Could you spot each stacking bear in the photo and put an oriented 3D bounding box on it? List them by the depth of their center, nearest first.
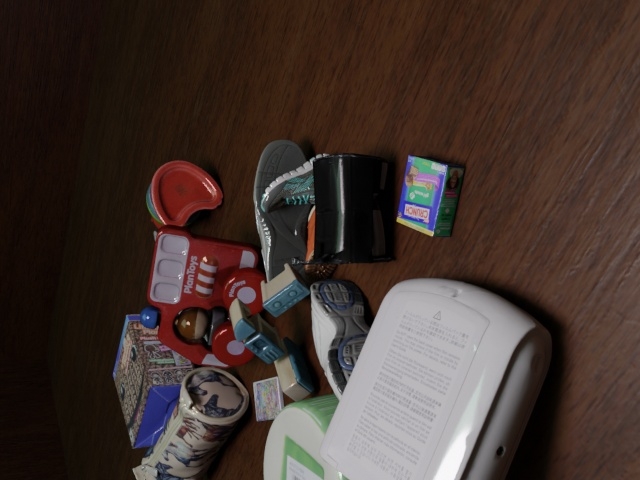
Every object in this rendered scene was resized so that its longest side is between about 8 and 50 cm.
[{"bbox_3d":[-0.395,-0.097,1.809,0.164,0.175,0.289,58,157,1],"label":"stacking bear"}]

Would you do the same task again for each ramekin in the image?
[{"bbox_3d":[0.027,0.400,1.108,0.303,0.148,0.304,-3,86,58],"label":"ramekin"}]

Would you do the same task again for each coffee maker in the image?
[{"bbox_3d":[0.039,-0.051,1.086,0.120,0.171,0.178,-2,89,31],"label":"coffee maker"}]

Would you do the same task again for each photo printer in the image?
[{"bbox_3d":[0.151,0.204,0.884,0.256,0.107,0.308,17,82,52],"label":"photo printer"}]

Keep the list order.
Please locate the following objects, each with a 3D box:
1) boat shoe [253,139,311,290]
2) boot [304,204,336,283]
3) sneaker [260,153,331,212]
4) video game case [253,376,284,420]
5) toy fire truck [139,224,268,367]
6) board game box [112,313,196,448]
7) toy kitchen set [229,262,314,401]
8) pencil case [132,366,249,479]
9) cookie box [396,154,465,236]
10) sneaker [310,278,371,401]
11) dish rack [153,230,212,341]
[{"bbox_3d":[-0.075,-0.037,1.329,0.103,0.118,0.321,180,84,-76],"label":"boat shoe"},{"bbox_3d":[0.000,0.000,1.261,0.084,0.059,0.158,37,111,56],"label":"boot"},{"bbox_3d":[-0.032,-0.093,1.238,0.076,0.166,0.065,55,176,24],"label":"sneaker"},{"bbox_3d":[-0.114,0.351,1.469,0.122,0.011,0.087,-29,65,55],"label":"video game case"},{"bbox_3d":[-0.247,0.125,1.424,0.169,0.253,0.302,-104,27,-67],"label":"toy fire truck"},{"bbox_3d":[-0.464,0.384,1.857,0.291,0.141,0.232,52,130,47],"label":"board game box"},{"bbox_3d":[-0.050,0.175,1.254,0.166,0.207,0.122,-36,40,10],"label":"toy kitchen set"},{"bbox_3d":[-0.316,0.473,1.628,0.160,0.183,0.410,51,132,24],"label":"pencil case"},{"bbox_3d":[0.165,-0.068,1.006,0.092,0.040,0.107,28,113,55],"label":"cookie box"},{"bbox_3d":[0.048,0.194,1.128,0.297,0.110,0.129,-106,19,-55],"label":"sneaker"},{"bbox_3d":[-0.321,0.134,1.688,0.333,0.072,0.286,38,144,52],"label":"dish rack"}]
